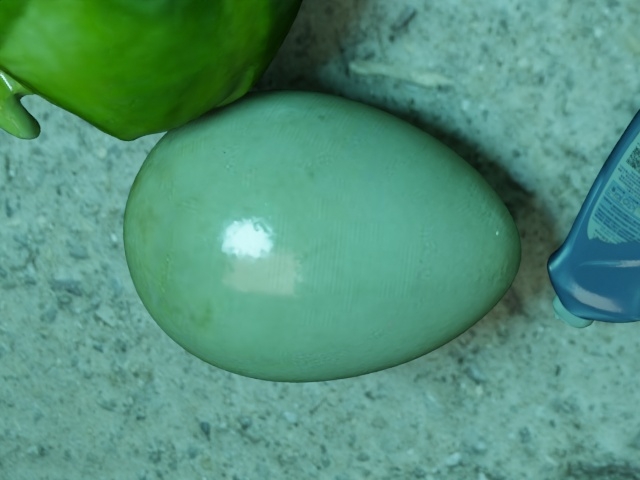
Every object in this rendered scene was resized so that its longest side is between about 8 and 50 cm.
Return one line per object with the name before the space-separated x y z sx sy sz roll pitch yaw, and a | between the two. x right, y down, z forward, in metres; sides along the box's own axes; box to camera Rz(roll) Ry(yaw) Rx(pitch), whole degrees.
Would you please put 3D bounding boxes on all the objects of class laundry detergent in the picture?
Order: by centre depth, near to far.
laundry detergent | 0.232 -0.007 0.989 0.097 0.061 0.206 30 126 1

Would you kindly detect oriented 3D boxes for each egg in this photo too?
egg | 0.000 0.000 0.997 0.296 0.218 0.218 8 122 8

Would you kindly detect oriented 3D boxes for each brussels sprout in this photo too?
brussels sprout | -0.178 -0.251 0.899 0.371 0.276 0.314 22 138 18
